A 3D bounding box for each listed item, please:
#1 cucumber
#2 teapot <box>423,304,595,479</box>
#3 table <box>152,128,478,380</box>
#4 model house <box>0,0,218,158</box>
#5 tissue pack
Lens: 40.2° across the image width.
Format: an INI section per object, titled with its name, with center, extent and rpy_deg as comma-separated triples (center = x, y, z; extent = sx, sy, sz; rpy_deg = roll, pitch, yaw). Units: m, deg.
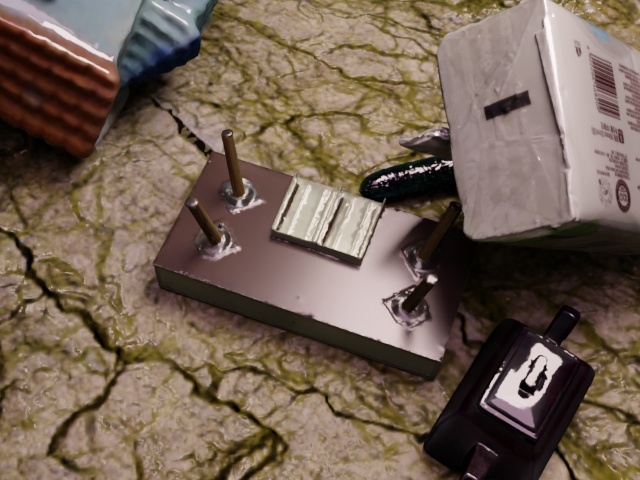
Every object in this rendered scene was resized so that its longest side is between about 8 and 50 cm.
[cucumber]
center = 0.096, -0.058, 0.775
extent = 0.133, 0.032, 0.032
rpy_deg = -14, 62, -9
[teapot]
center = 0.146, 0.114, 0.640
extent = 0.087, 0.096, 0.177
rpy_deg = 31, 63, 15
[table]
center = 0.000, 0.000, 0.691
extent = 0.240, 0.111, 0.122
rpy_deg = 18, 60, 7
[model house]
center = -0.257, -0.190, 0.753
extent = 0.294, 0.251, 0.330
rpy_deg = 26, 84, -14
[tissue pack]
center = 0.180, -0.067, 0.679
extent = 0.229, 0.145, 0.159
rpy_deg = 4, 76, -46
